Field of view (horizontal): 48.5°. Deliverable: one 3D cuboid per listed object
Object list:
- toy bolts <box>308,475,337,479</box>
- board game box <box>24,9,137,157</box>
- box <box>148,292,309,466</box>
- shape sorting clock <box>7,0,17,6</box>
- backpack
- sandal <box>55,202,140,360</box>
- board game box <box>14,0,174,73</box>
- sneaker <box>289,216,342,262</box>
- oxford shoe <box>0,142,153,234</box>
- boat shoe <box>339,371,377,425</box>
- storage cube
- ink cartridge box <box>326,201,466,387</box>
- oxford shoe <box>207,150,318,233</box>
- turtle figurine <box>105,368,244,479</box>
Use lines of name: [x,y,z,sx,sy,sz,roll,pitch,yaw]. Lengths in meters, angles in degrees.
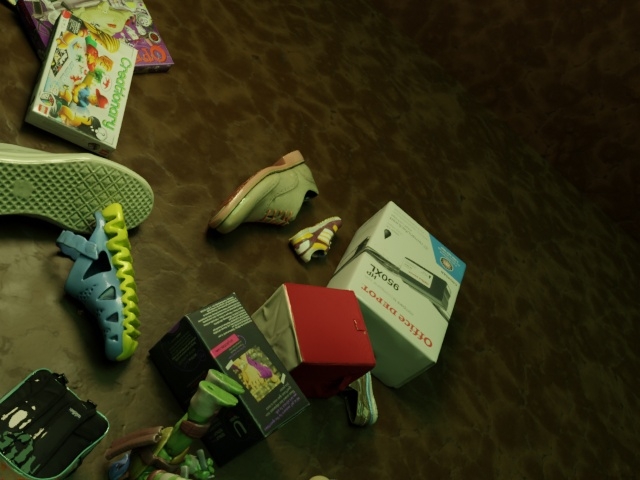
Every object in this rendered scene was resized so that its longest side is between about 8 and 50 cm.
toy bolts: [0.051,0.568,1.400,0.228,0.158,0.218,43,79,-20]
board game box: [-0.539,-0.359,1.624,0.193,0.053,0.305,24,54,-34]
box: [-0.179,0.267,1.381,0.143,0.165,0.270,-22,74,-50]
shape sorting clock: [-0.717,-0.633,1.754,0.206,0.040,0.206,23,51,-31]
backpack: [-0.454,0.314,1.108,0.166,0.144,0.188,46,16,-4]
sandal: [-0.426,0.085,1.373,0.138,0.126,0.317,-10,65,-14]
board game box: [-0.553,-0.510,1.775,0.347,0.056,0.208,-20,84,-48]
sneaker: [0.000,0.000,1.848,0.186,0.070,0.083,-25,85,-43]
oxford shoe: [-0.542,-0.110,1.403,0.450,0.169,0.130,5,19,-41]
boat shoe: [0.077,0.334,1.630,0.066,0.066,0.183,5,55,-37]
storage cube: [-0.027,0.222,1.538,0.193,0.184,0.214,9,52,-36]
ink cartridge box: [0.186,0.131,1.815,0.285,0.166,0.395,40,41,-8]
oxford shoe: [-0.122,-0.099,1.764,0.146,0.140,0.397,53,42,-4]
turtle figurine: [-0.203,0.376,1.202,0.275,0.266,0.198,34,3,33]
